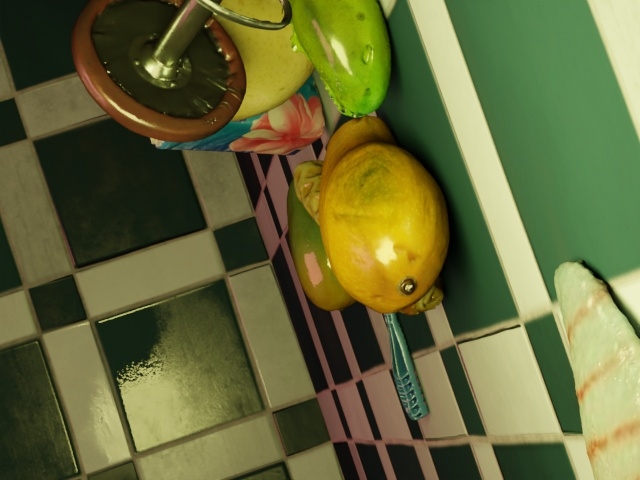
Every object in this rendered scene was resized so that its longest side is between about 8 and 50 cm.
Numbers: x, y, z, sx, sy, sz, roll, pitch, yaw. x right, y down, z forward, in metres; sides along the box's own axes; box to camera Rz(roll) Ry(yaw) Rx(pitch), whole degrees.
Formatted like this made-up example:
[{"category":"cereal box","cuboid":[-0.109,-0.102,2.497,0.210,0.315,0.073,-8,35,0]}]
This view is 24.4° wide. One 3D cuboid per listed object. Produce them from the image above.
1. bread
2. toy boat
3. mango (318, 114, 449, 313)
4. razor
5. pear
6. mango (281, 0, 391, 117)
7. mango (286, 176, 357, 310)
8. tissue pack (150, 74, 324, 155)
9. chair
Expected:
[{"category":"bread","cuboid":[0.056,-0.010,1.933,0.084,0.077,0.367,51,180,-37]},{"category":"toy boat","cuboid":[0.237,0.131,1.181,0.206,0.096,0.282,103,161,-64]},{"category":"mango","cuboid":[0.069,-0.028,1.729,0.359,0.144,0.187,-109,19,-70]},{"category":"razor","cuboid":[0.110,0.148,2.223,0.082,0.042,0.253,-16,94,42]},{"category":"pear","cuboid":[-0.145,-0.299,1.967,0.309,0.309,0.309,162,90,-83]},{"category":"mango","cuboid":[0.027,-0.229,1.691,0.178,0.100,0.119,67,163,2]},{"category":"mango","cuboid":[0.000,0.000,2.378,0.156,0.114,0.251,70,176,-53]},{"category":"tissue pack","cuboid":[-0.142,-0.241,2.240,0.137,0.269,0.209,-40,59,42]},{"category":"chair","cuboid":[-0.125,-0.264,1.614,0.401,0.226,0.227,-46,58,47]}]
